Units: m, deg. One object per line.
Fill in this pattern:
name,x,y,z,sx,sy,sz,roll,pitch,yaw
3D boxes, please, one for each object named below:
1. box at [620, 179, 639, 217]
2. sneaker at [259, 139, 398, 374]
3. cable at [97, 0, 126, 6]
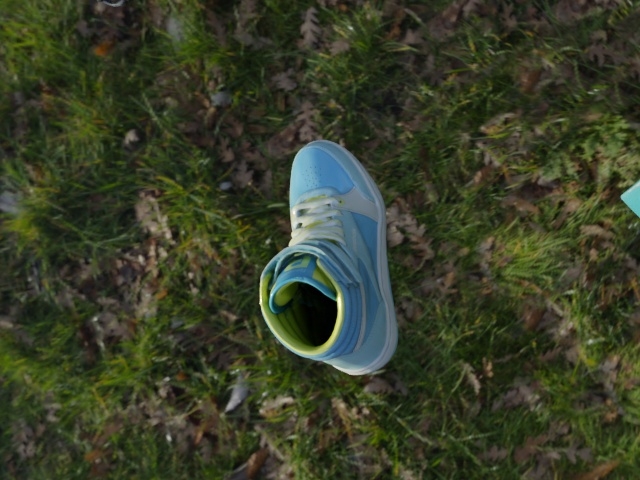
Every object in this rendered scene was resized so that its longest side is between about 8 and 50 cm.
box,0.322,-0.097,0.463,0.244,0.100,0.060,-39,79,-11
sneaker,0.000,0.000,0.849,0.127,0.208,0.318,-20,71,21
cable,-0.205,-0.292,0.602,0.151,0.184,0.047,-37,51,19
